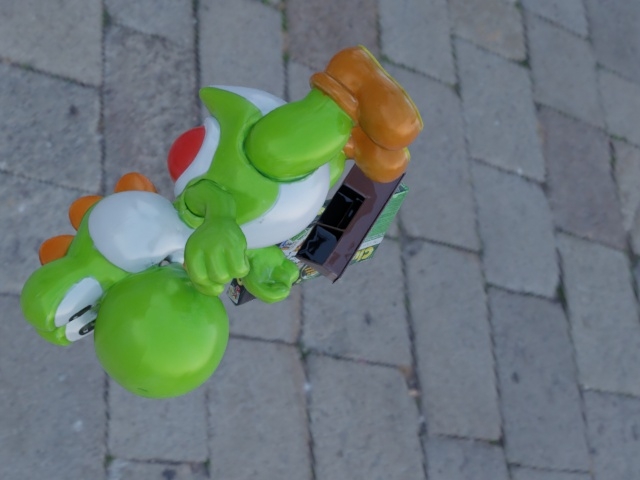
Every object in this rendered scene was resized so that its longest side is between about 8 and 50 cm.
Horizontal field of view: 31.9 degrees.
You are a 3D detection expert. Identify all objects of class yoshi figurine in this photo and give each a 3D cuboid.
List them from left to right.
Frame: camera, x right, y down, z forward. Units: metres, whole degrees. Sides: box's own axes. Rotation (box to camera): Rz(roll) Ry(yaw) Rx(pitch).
[{"bbox_3d":[-0.069,0.005,0.952,0.362,0.203,0.203,-34,121,-9],"label":"yoshi figurine"}]

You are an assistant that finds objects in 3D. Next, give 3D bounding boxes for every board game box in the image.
[{"bbox_3d":[0.000,0.000,1.466,0.260,0.136,0.030,-18,53,-43],"label":"board game box"}]

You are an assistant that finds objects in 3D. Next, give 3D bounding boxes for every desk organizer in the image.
[{"bbox_3d":[0.030,-0.025,1.133,0.050,0.047,0.130,33,79,-1],"label":"desk organizer"}]
